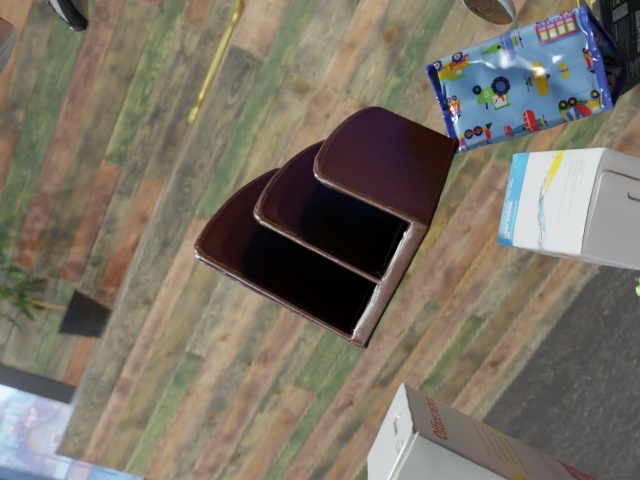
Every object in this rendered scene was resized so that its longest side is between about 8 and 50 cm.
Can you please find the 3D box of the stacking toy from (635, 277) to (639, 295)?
[{"bbox_3d":[0.647,-0.005,1.307,0.167,0.052,0.221,-7,69,58],"label":"stacking toy"}]

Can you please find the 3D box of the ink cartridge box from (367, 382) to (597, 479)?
[{"bbox_3d":[0.272,0.405,1.155,0.160,0.385,0.279,-63,-1,4],"label":"ink cartridge box"}]

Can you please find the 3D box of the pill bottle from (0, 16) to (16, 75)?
[{"bbox_3d":[-0.328,-0.170,0.575,0.086,0.152,0.086,-51,21,28],"label":"pill bottle"}]

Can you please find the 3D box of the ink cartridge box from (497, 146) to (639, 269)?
[{"bbox_3d":[0.437,-0.050,1.207,0.233,0.171,0.168,-168,90,-71],"label":"ink cartridge box"}]

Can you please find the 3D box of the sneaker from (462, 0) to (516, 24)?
[{"bbox_3d":[0.350,-0.589,1.602,0.106,0.290,0.123,13,76,50],"label":"sneaker"}]

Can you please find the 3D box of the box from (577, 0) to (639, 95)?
[{"bbox_3d":[0.585,-0.422,1.283,0.257,0.322,0.079,-34,55,6],"label":"box"}]

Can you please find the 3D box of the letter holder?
[{"bbox_3d":[0.015,-0.055,0.829,0.152,0.214,0.302,-65,-4,27],"label":"letter holder"}]

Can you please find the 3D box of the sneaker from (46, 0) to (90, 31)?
[{"bbox_3d":[-0.362,-0.446,1.082,0.100,0.108,0.271,-37,-56,-85],"label":"sneaker"}]

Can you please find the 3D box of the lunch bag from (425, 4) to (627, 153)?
[{"bbox_3d":[0.318,-0.235,1.081,0.221,0.138,0.293,-15,6,30],"label":"lunch bag"}]
